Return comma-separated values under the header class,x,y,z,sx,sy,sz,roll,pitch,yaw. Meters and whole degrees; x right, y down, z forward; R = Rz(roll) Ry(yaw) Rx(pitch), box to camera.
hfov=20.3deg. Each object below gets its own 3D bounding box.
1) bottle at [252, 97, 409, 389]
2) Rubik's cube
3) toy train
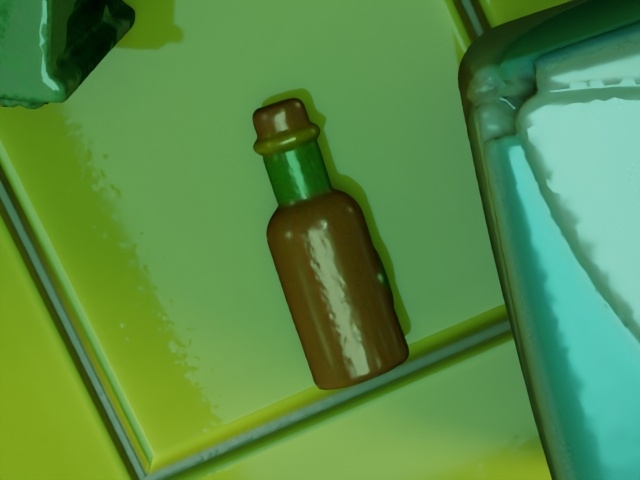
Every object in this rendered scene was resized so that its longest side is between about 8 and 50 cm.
class,x,y,z,sx,sy,sz,roll,pitch,yaw
bottle,0.000,0.000,1.153,0.069,0.069,0.187,-17,98,7
Rubik's cube,0.277,0.012,0.995,0.351,0.347,0.352,-12,100,6
toy train,-0.186,-0.198,1.033,0.145,0.266,0.202,6,109,3
